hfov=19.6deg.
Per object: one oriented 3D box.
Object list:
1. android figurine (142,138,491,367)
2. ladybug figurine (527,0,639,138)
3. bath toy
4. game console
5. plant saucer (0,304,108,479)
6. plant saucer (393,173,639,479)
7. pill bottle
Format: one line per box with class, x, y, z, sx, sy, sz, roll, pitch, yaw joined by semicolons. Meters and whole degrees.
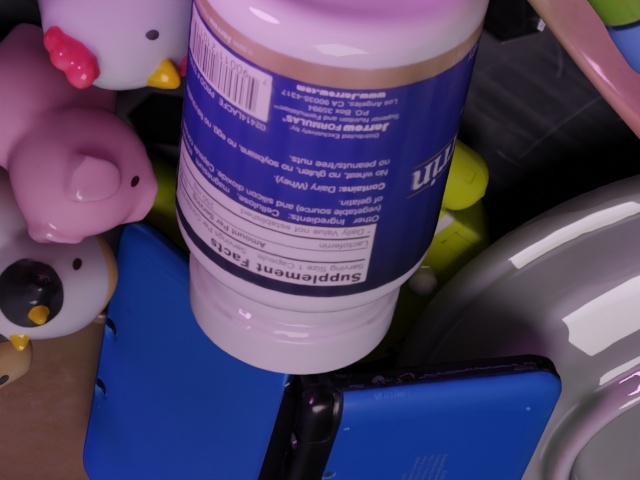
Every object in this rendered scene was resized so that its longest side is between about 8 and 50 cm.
android figurine;0.000;0.000;1.220;0.273;0.056;0.248;35;125;-30
ladybug figurine;0.172;-0.178;0.871;0.162;0.305;0.449;-38;108;-2
bath toy;-0.166;-0.041;1.103;0.151;0.129;0.348;26;129;-11
game console;-0.011;0.127;1.252;0.250;0.173;0.293;-5;141;-19
plant saucer;-0.181;0.131;1.359;0.278;0.041;0.278;-1;137;-1
plant saucer;0.252;0.112;1.276;0.401;0.100;0.400;-8;139;-7
pill bottle;-0.002;-0.057;1.023;0.153;0.153;0.264;4;135;-6
